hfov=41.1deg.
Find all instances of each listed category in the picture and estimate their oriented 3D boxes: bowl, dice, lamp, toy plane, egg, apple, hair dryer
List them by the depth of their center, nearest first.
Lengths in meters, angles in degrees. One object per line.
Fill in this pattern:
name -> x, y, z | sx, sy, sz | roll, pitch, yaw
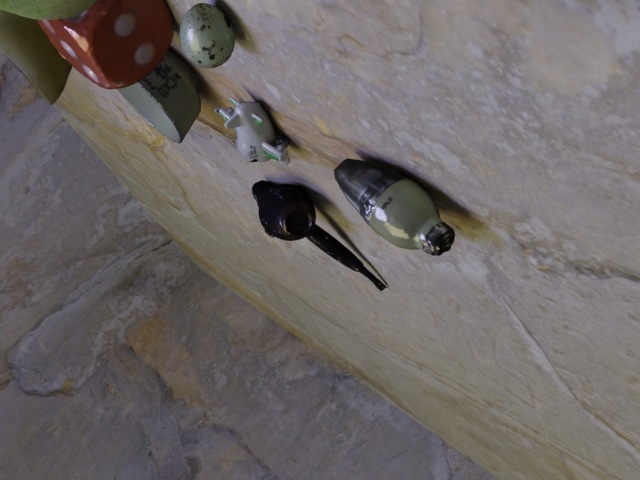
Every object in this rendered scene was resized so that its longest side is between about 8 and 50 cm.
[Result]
lamp -> 0.104, -0.054, 1.278 | 0.250, 0.101, 0.101 | 39, 167, 36
egg -> -0.175, -0.316, 1.314 | 0.085, 0.085, 0.110 | 35, 158, 32
dice -> -0.375, -0.388, 1.494 | 0.174, 0.175, 0.179 | 38, 162, 24
toy plane -> -0.125, -0.196, 1.559 | 0.174, 0.080, 0.174 | 40, 169, 9
bowl -> -0.317, -0.308, 1.707 | 0.211, 0.112, 0.211 | 41, 168, 11
hair dryer -> 0.000, 0.000, 1.819 | 0.359, 0.120, 0.303 | 39, 178, -20
apple -> -0.747, -0.499, 2.035 | 0.311, 0.320, 0.360 | 2, 166, 6

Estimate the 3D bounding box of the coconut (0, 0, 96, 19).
coconut -> -0.362, -0.429, 1.042 | 0.328, 0.281, 0.328 | 0, 148, 0
